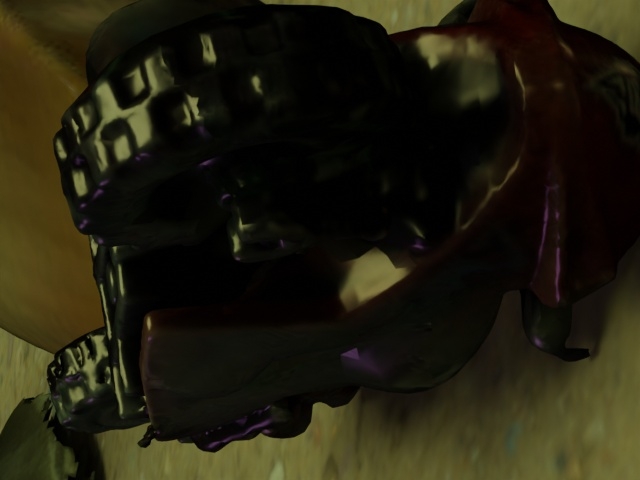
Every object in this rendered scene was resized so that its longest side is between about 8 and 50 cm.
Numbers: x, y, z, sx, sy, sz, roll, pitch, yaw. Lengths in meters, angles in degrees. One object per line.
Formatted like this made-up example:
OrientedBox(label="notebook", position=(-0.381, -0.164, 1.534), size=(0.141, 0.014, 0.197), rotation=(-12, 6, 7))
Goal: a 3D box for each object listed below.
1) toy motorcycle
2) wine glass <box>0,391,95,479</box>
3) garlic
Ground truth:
OrientedBox(label="toy motorcycle", position=(0.000, -0.001, 0.408), size=(0.213, 0.122, 0.082), rotation=(116, 147, -68))
OrientedBox(label="wine glass", position=(-0.277, 0.112, 0.741), size=(0.190, 0.357, 0.191), rotation=(-169, 90, -67))
OrientedBox(label="garlic", position=(-0.094, -0.031, 0.668), size=(0.318, 0.112, 0.143), rotation=(-153, 52, -63))
